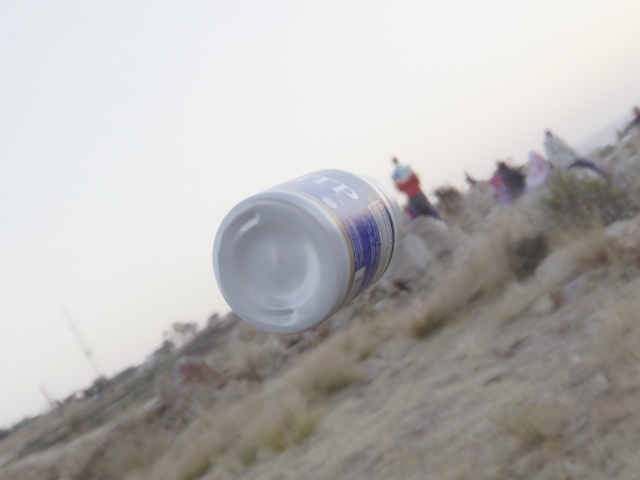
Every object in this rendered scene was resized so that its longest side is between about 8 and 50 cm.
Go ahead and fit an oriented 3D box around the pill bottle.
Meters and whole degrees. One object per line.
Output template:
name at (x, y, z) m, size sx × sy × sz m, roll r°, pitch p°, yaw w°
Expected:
pill bottle at (0.000, 0.000, 0.883) m, size 0.112 × 0.112 × 0.186 m, roll -36°, pitch -3°, yaw 24°
